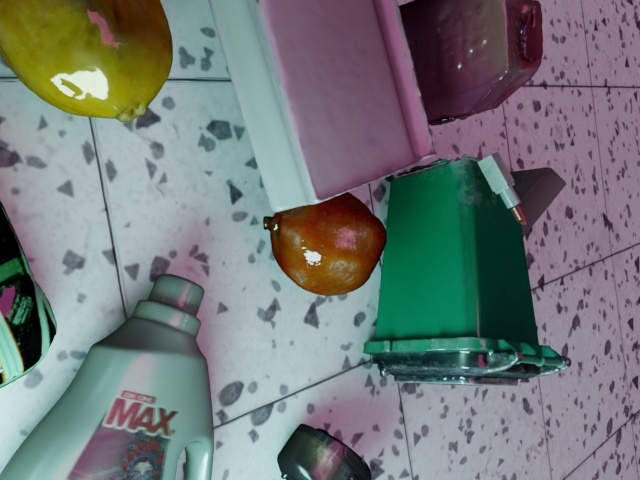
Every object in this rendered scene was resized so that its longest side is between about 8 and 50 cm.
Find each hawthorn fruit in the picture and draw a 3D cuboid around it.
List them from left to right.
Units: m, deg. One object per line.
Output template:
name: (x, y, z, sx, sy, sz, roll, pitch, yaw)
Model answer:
hawthorn fruit: (0.000, 0.000, 0.935, 0.188, 0.169, 0.169, 11, 80, -30)

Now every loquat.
loquat: (-0.271, -0.243, 0.695, 0.234, 0.176, 0.187, 59, 13, -8)

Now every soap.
soap: (0.216, -0.306, 1.035, 0.127, 0.324, 0.220, -28, 108, -44)

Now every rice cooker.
rice cooker: (0.007, 0.359, 0.944, 0.106, 0.112, 0.165, -43, 112, -29)

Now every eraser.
eraser: (0.006, -0.250, 0.842, 0.272, 0.122, 0.359, -25, 102, -37)
eraser: (0.418, -0.068, 1.343, 0.352, 0.111, 0.077, -40, 115, -37)

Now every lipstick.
lipstick: (0.309, -0.083, 1.013, 0.030, 0.030, 0.129, -24, 84, -46)

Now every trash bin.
trash bin: (0.251, 0.061, 1.078, 0.259, 0.295, 0.381, 12, 73, -41)

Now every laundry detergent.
laundry detergent: (-0.225, 0.241, 0.741, 0.264, 0.124, 0.398, 33, 64, -35)

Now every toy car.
toy car: (-0.371, 0.015, 0.620, 0.136, 0.125, 0.306, -28, 105, -40)
